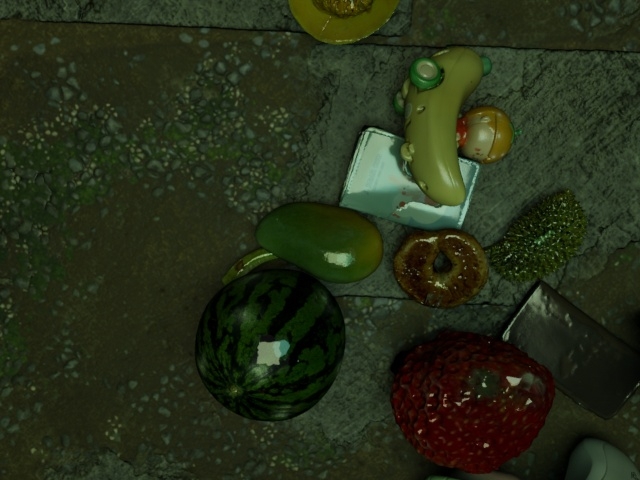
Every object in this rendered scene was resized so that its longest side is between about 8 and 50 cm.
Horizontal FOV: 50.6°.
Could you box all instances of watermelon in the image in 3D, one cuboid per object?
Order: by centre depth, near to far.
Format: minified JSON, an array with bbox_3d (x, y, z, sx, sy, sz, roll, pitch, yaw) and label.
[{"bbox_3d":[-0.093,0.198,1.285,0.286,0.285,0.284,0,98,0],"label":"watermelon"}]

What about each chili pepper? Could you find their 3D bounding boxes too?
[{"bbox_3d":[-0.119,0.040,1.377,0.208,0.043,0.048,-28,84,3],"label":"chili pepper"}]

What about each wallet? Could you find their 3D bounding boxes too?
[{"bbox_3d":[0.176,-0.116,1.339,0.251,0.075,0.176,16,102,-3],"label":"wallet"},{"bbox_3d":[0.524,0.232,1.400,0.310,0.042,0.165,35,95,-6],"label":"wallet"}]

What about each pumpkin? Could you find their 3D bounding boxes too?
[{"bbox_3d":[0.051,-0.469,1.280,0.218,0.110,0.217,0,92,11],"label":"pumpkin"}]

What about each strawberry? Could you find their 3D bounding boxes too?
[{"bbox_3d":[0.289,0.312,1.283,0.292,0.310,0.291,-1,98,-5],"label":"strawberry"}]

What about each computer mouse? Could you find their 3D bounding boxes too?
[{"bbox_3d":[0.563,0.520,1.321,0.121,0.297,0.184,-35,96,40],"label":"computer mouse"}]

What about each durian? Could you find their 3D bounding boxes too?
[{"bbox_3d":[0.434,0.005,1.338,0.221,0.095,0.137,-39,81,16],"label":"durian"}]

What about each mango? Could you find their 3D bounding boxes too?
[{"bbox_3d":[0.000,0.000,1.326,0.251,0.114,0.156,15,66,9],"label":"mango"}]

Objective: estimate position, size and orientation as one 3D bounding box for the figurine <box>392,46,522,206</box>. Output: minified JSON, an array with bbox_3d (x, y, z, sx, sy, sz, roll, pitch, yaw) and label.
[{"bbox_3d":[0.253,-0.212,1.255,0.223,0.124,0.324,7,69,-12],"label":"figurine"}]

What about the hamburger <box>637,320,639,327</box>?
[{"bbox_3d":[0.743,0.237,1.279,0.303,0.261,0.186,-13,99,-36],"label":"hamburger"}]

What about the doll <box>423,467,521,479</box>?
[{"bbox_3d":[0.311,0.557,1.339,0.269,0.284,0.216,17,55,7],"label":"doll"}]

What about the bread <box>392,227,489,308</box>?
[{"bbox_3d":[0.239,0.054,1.346,0.194,0.064,0.193,3,117,6],"label":"bread"}]
